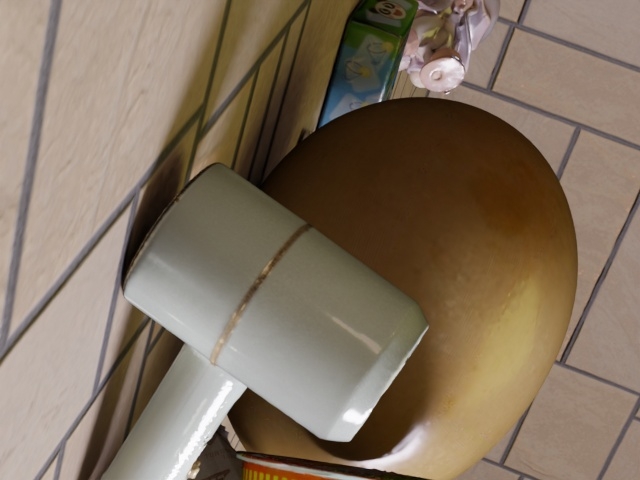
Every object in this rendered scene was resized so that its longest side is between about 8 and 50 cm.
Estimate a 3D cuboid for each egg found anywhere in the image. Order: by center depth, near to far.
[{"bbox_3d":[0.062,0.051,1.199,0.374,0.301,0.301,-59,171,-21],"label":"egg"}]

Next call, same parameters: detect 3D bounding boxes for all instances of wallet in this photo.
[{"bbox_3d":[-0.015,-0.092,1.415,0.083,0.011,0.044,-11,122,-85],"label":"wallet"}]

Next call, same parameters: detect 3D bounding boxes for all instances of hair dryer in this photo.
[{"bbox_3d":[-0.087,0.135,0.914,0.357,0.173,0.107,-57,173,27],"label":"hair dryer"}]

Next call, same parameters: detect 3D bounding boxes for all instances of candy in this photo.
[{"bbox_3d":[0.045,-0.164,1.479,0.097,0.062,0.194,-61,169,-55],"label":"candy"}]

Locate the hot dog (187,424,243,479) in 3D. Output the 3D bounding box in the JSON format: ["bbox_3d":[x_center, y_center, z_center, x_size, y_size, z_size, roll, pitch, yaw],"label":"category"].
[{"bbox_3d":[-0.089,0.216,1.108,0.099,0.192,0.053,-32,135,-9],"label":"hot dog"}]

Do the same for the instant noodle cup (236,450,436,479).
[{"bbox_3d":[0.017,0.269,0.981,0.193,0.193,0.212,73,26,-82],"label":"instant noodle cup"}]

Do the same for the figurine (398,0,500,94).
[{"bbox_3d":[0.149,-0.275,1.717,0.276,0.133,0.200,-63,156,-55],"label":"figurine"}]
